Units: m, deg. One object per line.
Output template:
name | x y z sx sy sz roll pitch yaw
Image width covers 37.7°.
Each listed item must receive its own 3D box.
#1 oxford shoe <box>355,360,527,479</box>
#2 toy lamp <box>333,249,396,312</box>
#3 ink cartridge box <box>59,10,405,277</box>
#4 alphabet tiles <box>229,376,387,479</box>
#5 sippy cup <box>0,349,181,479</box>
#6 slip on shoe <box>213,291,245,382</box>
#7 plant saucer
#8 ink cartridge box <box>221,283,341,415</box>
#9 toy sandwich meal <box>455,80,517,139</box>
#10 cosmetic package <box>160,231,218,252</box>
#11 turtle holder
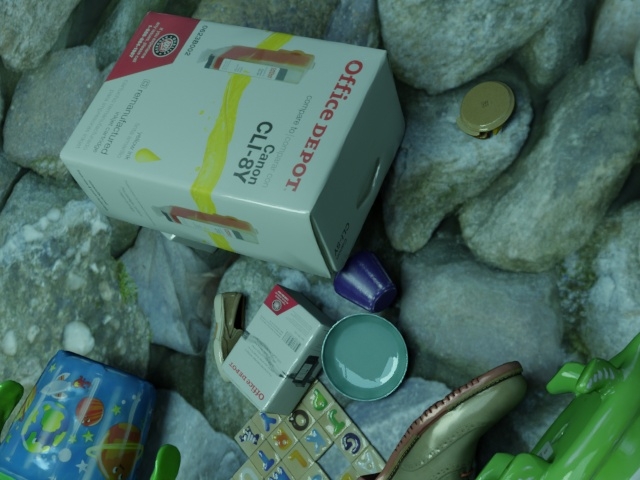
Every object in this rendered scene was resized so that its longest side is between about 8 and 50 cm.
oxford shoe | 0.151 0.292 1.160 0.130 0.123 0.348 50 115 25
toy lamp | 0.000 0.000 1.326 0.274 0.080 0.080 42 101 29
ink cartridge box | -0.112 -0.143 1.293 0.384 0.160 0.279 14 63 22
alphabet tiles | -0.043 0.324 1.322 0.237 0.009 0.198 -49 61 12
sippy cup | -0.359 0.292 1.401 0.305 0.240 0.224 22 77 -6
slip on shoe | -0.130 0.142 1.392 0.041 0.051 0.135 -10 68 16
plant saucer | 0.061 0.157 1.274 0.119 0.021 0.119 0 91 14
ink cartridge box | -0.055 0.156 1.326 0.109 0.063 0.150 39 99 37
toy sandwich meal | 0.225 -0.175 1.264 0.085 0.029 0.086 -13 62 25
cosmetic package | -0.246 -0.082 1.466 0.231 0.117 0.085 41 99 29
turtle holder | 0.339 0.239 1.013 0.227 0.243 0.320 39 63 10
